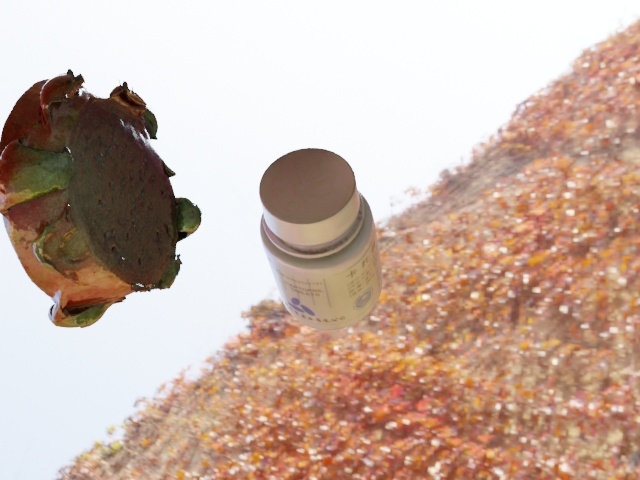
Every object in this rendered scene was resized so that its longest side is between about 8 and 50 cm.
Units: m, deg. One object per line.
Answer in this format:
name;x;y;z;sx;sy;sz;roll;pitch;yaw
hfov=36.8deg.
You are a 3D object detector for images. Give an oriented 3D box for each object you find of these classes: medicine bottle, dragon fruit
medicine bottle;0.000;0.000;1.429;0.170;0.170;0.293;-50;-27;-22
dragon fruit;-0.245;-0.048;1.028;0.295;0.130;0.268;38;-134;-59
